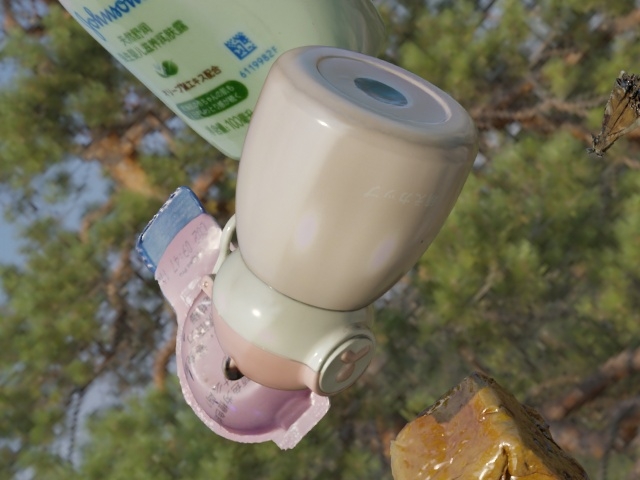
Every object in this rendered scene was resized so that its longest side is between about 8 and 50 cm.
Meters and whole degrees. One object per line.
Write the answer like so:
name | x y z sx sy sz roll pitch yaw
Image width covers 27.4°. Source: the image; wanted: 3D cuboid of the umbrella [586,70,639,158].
umbrella | 0.162 -0.066 0.709 0.020 0.031 0.083 -19 -18 -19

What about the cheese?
cheese | -0.086 0.071 1.239 0.189 0.286 0.074 -50 -31 19

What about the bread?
bread | 0.173 0.244 1.353 0.149 0.143 0.158 28 -68 -38

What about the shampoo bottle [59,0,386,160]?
shampoo bottle | -0.123 -0.223 0.994 0.222 0.349 0.151 -11 42 54

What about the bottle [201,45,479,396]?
bottle | 0.000 0.000 0.900 0.147 0.148 0.236 -32 -32 -62
